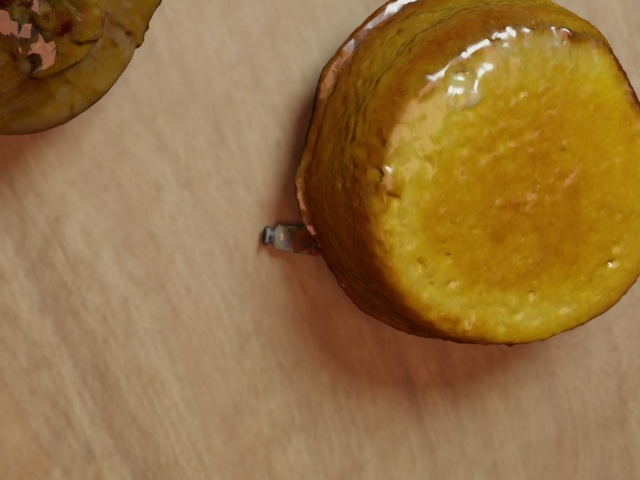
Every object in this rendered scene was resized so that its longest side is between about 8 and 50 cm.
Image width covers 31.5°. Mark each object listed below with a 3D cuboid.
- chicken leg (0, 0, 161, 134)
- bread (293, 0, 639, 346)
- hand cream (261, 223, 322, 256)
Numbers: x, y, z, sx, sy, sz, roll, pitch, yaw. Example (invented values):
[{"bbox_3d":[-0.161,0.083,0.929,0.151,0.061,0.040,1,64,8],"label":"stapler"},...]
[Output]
[{"bbox_3d":[-0.180,-0.290,0.801,0.295,0.182,0.409,43,88,-3],"label":"chicken leg"},{"bbox_3d":[0.131,-0.055,0.915,0.312,0.172,0.312,-4,106,-15],"label":"bread"},{"bbox_3d":[0.000,0.000,0.980,0.102,0.022,0.035,6,95,-19],"label":"hand cream"}]
